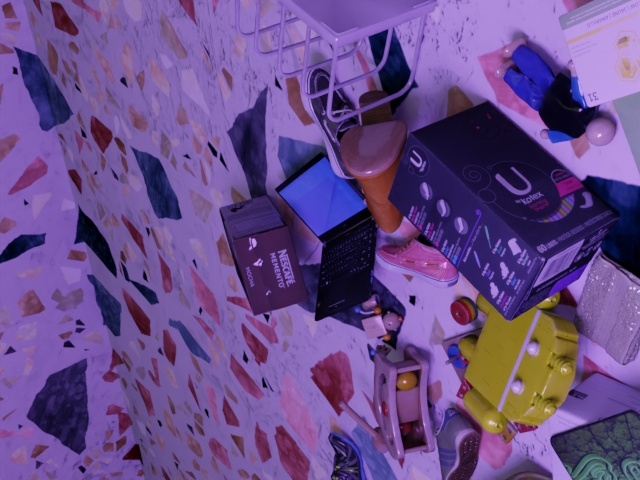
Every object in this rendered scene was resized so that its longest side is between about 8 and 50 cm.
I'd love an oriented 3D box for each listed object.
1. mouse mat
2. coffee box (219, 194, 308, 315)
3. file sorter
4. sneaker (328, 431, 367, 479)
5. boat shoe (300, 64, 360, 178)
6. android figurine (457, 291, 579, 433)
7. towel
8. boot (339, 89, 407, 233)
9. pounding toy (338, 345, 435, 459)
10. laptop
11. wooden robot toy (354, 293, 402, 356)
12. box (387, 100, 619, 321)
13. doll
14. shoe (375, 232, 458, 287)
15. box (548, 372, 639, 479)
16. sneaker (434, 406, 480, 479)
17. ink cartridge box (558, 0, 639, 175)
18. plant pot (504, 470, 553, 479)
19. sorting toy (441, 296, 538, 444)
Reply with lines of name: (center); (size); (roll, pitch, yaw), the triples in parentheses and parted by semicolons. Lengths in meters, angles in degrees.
mouse mat: (0.405, 0.316, 1.153); (0.152, 0.007, 0.189); (59, 149, 11)
coffee box: (-0.126, 0.024, 1.803); (0.297, 0.119, 0.168); (-129, 24, -70)
file sorter: (0.008, -0.351, 1.361); (0.277, 0.193, 0.173); (46, 148, 30)
sneaker: (0.059, 0.545, 2.022); (0.067, 0.078, 0.188); (0, 110, 57)
boat shoe: (0.035, -0.216, 1.531); (0.070, 0.078, 0.219); (3, 121, 58)
android figurine: (0.296, 0.172, 1.288); (0.273, 0.056, 0.248); (-131, 59, -68)
towel: (0.413, 0.098, 1.202); (0.110, 0.027, 0.148); (41, 142, 37)
boot: (0.101, -0.098, 1.373); (0.295, 0.104, 0.211); (-81, -18, -59)
pounding toy: (0.129, 0.341, 1.655); (0.154, 0.155, 0.269); (-116, 21, -54)
laptop: (0.000, 0.000, 1.659); (0.234, 0.137, 0.264); (-31, 49, 60)
wooden robot toy: (0.125, 0.151, 1.678); (0.079, 0.076, 0.173); (-17, 98, 24)
box: (0.252, -0.048, 1.213); (0.270, 0.165, 0.143); (48, 146, 27)
doll: (0.315, -0.192, 1.130); (0.189, 0.046, 0.129); (50, 147, 26)
shoe: (0.168, 0.018, 1.499); (0.178, 0.064, 0.081); (22, 128, 43)
box: (0.440, 0.317, 1.224); (0.181, 0.119, 0.181); (20, 128, 50)
sneaker: (0.256, 0.395, 1.633); (0.192, 0.064, 0.086); (92, 154, -43)
ink cartridge box: (0.396, -0.186, 1.003); (0.171, 0.056, 0.235); (-13, 98, 59)
plant pot: (0.326, 0.549, 1.463); (0.275, 0.275, 0.293); (41, 126, 36)
sorting toy: (0.275, 0.241, 1.501); (0.274, 0.046, 0.132); (63, 150, 4)
